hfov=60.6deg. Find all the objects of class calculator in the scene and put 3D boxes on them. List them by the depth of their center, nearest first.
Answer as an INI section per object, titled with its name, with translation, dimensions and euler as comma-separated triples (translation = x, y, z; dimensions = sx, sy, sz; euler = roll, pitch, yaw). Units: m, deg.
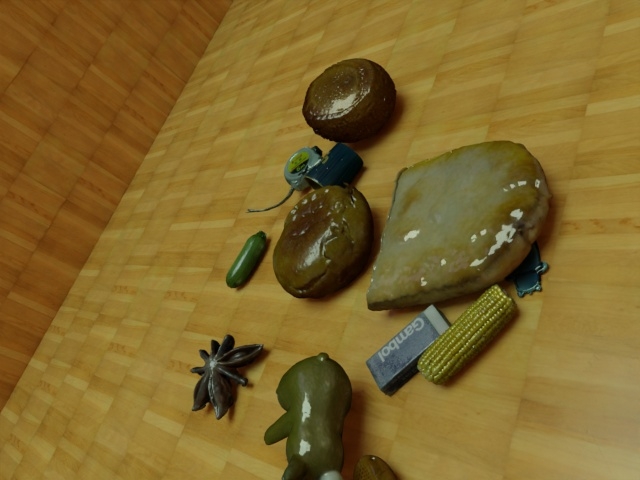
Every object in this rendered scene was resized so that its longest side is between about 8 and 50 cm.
[calculator]
translation = 0.435, 0.053, 1.165
dimensions = 0.094, 0.019, 0.141
euler = -23, 47, 34

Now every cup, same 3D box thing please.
[cup]
translation = 0.040, -0.218, 1.735
dimensions = 0.155, 0.131, 0.176
euler = -50, 20, -5

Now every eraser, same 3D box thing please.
[eraser]
translation = 0.202, 0.245, 1.230
dimensions = 0.212, 0.046, 0.092
euler = -45, 37, 10

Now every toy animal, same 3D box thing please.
[toy animal]
translation = -0.018, 0.425, 1.156
dimensions = 0.180, 0.181, 0.362
euler = 119, 164, -44

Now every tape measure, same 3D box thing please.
[tape measure]
translation = -0.116, -0.195, 1.897
dimensions = 0.330, 0.084, 0.164
euler = -37, 37, 14

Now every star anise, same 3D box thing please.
[star anise]
translation = -0.284, 0.391, 1.587
dimensions = 0.199, 0.111, 0.257
euler = 15, 79, 35

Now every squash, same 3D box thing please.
[squash]
translation = -0.246, 0.064, 1.840
dimensions = 0.219, 0.068, 0.077
euler = -60, 5, -12

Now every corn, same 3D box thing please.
[corn]
translation = 0.304, 0.198, 1.132
dimensions = 0.248, 0.081, 0.081
euler = -46, 37, 7

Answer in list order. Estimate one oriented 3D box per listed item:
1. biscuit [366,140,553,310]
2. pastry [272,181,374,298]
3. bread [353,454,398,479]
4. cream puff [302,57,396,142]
[biscuit]
translation = 0.324, -0.053, 1.299
dimensions = 0.446, 0.104, 0.429
euler = -18, 45, 40
[pastry]
translation = 0.000, 0.000, 1.556
dimensions = 0.356, 0.164, 0.355
euler = -27, 45, 32
[bread]
translation = 0.116, 0.517, 1.075
dimensions = 0.114, 0.078, 0.189
euler = -53, 25, 31
[cream puff]
translation = 0.104, -0.439, 1.773
dimensions = 0.303, 0.212, 0.302
euler = -18, 53, 25
